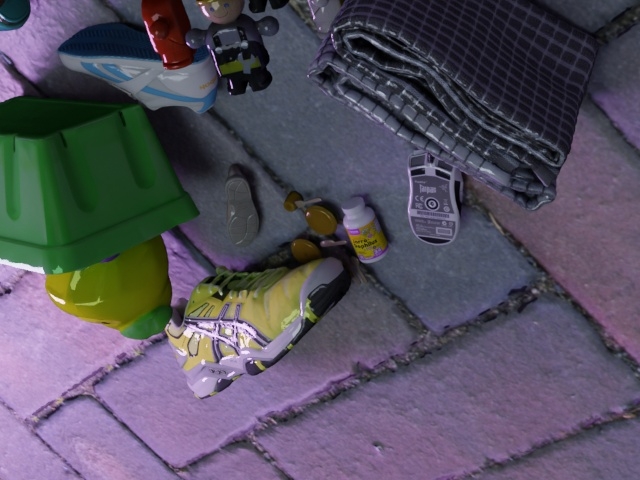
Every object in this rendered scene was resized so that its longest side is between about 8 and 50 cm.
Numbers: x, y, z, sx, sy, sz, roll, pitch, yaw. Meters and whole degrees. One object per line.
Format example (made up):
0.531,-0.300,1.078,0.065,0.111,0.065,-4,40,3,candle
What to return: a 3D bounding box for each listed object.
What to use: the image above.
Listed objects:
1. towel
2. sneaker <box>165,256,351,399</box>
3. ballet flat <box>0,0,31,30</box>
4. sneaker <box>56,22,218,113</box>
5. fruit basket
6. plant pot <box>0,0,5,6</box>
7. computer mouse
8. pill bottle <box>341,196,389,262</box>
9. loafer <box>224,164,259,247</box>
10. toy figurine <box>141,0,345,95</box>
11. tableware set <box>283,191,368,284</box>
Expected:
0.150,-0.183,1.397,0.284,0.235,0.121,30,126,-6,towel
-0.107,0.103,1.866,0.147,0.145,0.385,53,136,-3,sneaker
-0.477,-0.371,1.746,0.087,0.083,0.247,-13,117,54,ballet flat
-0.238,-0.218,1.724,0.229,0.087,0.092,14,135,25,sneaker
-0.343,-0.004,1.828,0.392,0.283,0.392,23,125,38,fruit basket
-0.391,-0.426,1.513,0.280,0.323,0.323,-20,115,24,plant pot
0.139,-0.083,1.643,0.106,0.042,0.193,8,124,20,computer mouse
0.056,-0.015,1.745,0.043,0.043,0.083,-5,123,34,pill bottle
-0.109,-0.047,1.829,0.045,0.039,0.125,-7,133,-5,loafer
-0.088,-0.279,1.475,0.209,0.213,0.148,30,146,47,toy figurine
0.000,0.000,1.810,0.104,0.024,0.154,-9,122,40,tableware set
